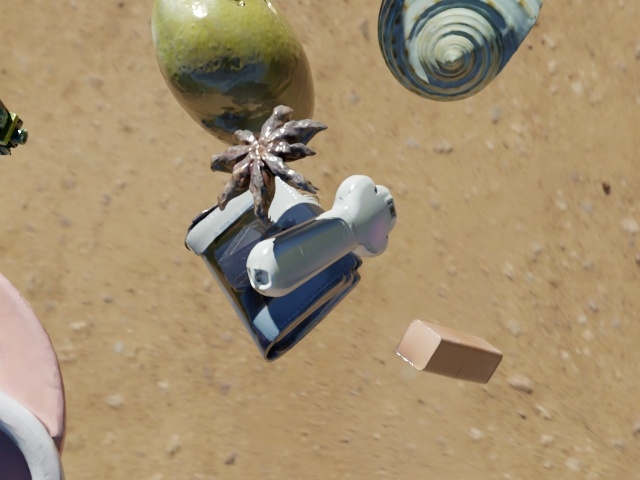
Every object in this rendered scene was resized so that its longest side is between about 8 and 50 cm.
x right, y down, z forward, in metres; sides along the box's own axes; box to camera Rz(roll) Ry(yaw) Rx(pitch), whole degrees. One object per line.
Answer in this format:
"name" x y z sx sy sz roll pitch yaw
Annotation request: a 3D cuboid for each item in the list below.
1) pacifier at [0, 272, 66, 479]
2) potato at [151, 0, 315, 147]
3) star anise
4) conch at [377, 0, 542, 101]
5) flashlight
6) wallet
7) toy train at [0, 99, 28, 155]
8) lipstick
"pacifier" -0.309 0.148 1.037 0.332 0.220 0.273 -56 32 9
"potato" -0.088 -0.188 1.633 0.159 0.251 0.174 -7 49 20
"star anise" -0.058 -0.082 1.527 0.141 0.042 0.141 -16 52 22
"conch" 0.107 -0.183 1.176 0.135 0.102 0.153 -24 48 18
"flashlight" 0.000 0.000 1.590 0.047 0.200 0.093 10 121 48
"wallet" -0.059 0.015 1.795 0.170 0.069 0.231 -41 52 4
"toy train" -0.378 -0.133 1.623 0.122 0.081 0.050 11 64 19
"lipstick" 0.140 0.121 1.610 0.045 0.145 0.045 38 101 34
